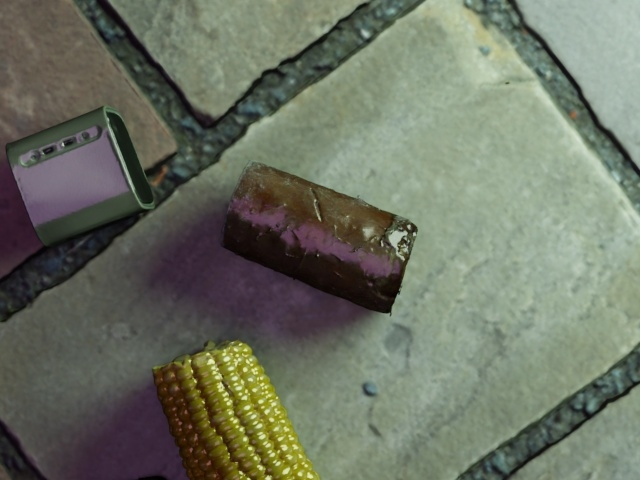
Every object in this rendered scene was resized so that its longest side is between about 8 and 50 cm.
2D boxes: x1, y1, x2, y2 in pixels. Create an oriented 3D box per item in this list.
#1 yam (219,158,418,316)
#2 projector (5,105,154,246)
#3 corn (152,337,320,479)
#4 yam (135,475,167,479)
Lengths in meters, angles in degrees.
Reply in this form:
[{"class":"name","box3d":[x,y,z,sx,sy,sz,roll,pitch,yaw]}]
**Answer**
[{"class":"yam","box3d":[0.001,-0.002,1.465,0.141,0.079,0.079,21,92,5]},{"class":"projector","box3d":[-0.179,-0.048,1.470,0.082,0.083,0.083,-21,89,4]},{"class":"corn","box3d":[-0.044,0.189,1.458,0.093,0.093,0.244,-28,87,4]},{"class":"yam","box3d":[-0.170,0.195,1.505,0.107,0.014,0.014,-11,89,4]}]
